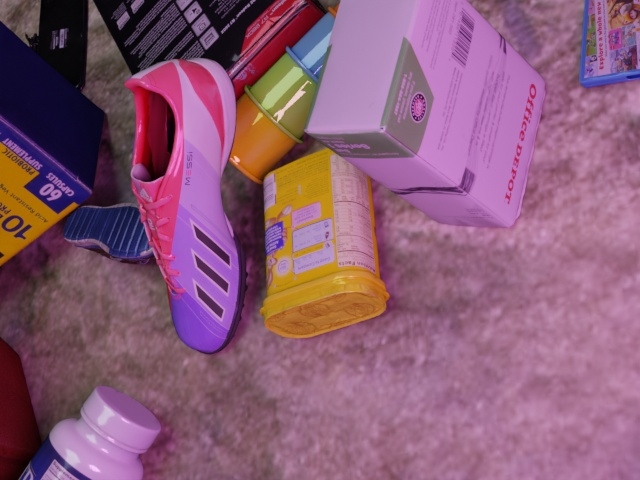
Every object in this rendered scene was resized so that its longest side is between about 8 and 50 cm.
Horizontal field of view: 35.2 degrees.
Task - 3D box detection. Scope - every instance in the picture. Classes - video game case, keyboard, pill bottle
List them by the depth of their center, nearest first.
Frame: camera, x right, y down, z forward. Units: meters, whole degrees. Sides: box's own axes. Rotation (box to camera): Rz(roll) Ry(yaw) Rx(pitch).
[{"bbox_3d":[0.321,-0.207,0.921,0.166,0.015,0.119,-5,68,35],"label":"video game case"},{"bbox_3d":[-0.255,0.254,1.075,0.112,0.112,0.187,36,92,41],"label":"pill bottle"},{"bbox_3d":[-0.384,-0.283,1.478,0.100,0.038,0.192,-8,62,8],"label":"keyboard"}]

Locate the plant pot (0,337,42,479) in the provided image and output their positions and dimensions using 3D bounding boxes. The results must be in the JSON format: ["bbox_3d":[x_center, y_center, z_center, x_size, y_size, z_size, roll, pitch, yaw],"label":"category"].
[{"bbox_3d":[-0.483,0.217,1.180,0.267,0.236,0.267,-41,51,16],"label":"plant pot"}]

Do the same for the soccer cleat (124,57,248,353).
[{"bbox_3d":[-0.149,-0.028,1.053,0.108,0.116,0.318,9,106,35],"label":"soccer cleat"}]

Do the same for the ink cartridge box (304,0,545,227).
[{"bbox_3d":[0.103,-0.122,0.912,0.092,0.219,0.160,3,71,41],"label":"ink cartridge box"}]

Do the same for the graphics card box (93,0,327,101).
[{"bbox_3d":[-0.149,-0.296,1.260,0.233,0.094,0.371,-43,52,13],"label":"graphics card box"}]

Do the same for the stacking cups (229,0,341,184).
[{"bbox_3d":[0.017,-0.198,1.098,0.316,0.096,0.096,-42,51,11],"label":"stacking cups"}]

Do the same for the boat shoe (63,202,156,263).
[{"bbox_3d":[-0.229,-0.006,1.204,0.183,0.066,0.066,12,75,45],"label":"boat shoe"}]

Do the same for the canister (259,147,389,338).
[{"bbox_3d":[0.000,0.000,1.028,0.126,0.073,0.170,-20,58,28],"label":"canister"}]

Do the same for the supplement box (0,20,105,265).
[{"bbox_3d":[-0.478,-0.077,1.307,0.356,0.194,0.195,-34,34,20],"label":"supplement box"}]
